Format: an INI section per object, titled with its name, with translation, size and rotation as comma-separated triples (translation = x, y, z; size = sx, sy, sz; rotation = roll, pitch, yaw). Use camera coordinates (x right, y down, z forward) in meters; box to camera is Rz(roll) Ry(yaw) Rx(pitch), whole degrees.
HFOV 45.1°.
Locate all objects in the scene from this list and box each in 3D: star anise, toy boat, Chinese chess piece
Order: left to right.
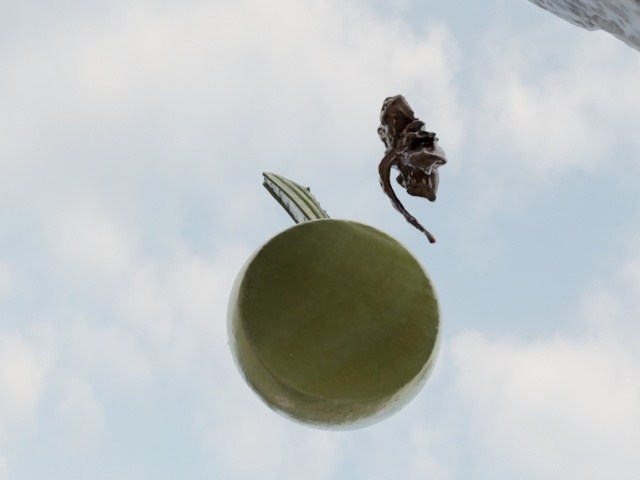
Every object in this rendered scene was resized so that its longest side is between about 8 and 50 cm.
[toy boat]
translation = 0.000, 0.000, 1.242
size = 0.293, 0.055, 0.093
rotation = 57, -14, 18
[Chinese chess piece]
translation = 0.009, 0.054, 0.513
size = 0.144, 0.144, 0.058
rotation = 35, -29, 10
[star anise]
translation = 0.101, -0.074, 0.841
size = 0.097, 0.070, 0.191
rotation = 96, -22, -46

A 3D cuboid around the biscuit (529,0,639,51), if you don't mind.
[biscuit]
translation = 0.069, -0.224, 0.391
size = 0.359, 0.381, 0.074
rotation = 42, -75, -13
